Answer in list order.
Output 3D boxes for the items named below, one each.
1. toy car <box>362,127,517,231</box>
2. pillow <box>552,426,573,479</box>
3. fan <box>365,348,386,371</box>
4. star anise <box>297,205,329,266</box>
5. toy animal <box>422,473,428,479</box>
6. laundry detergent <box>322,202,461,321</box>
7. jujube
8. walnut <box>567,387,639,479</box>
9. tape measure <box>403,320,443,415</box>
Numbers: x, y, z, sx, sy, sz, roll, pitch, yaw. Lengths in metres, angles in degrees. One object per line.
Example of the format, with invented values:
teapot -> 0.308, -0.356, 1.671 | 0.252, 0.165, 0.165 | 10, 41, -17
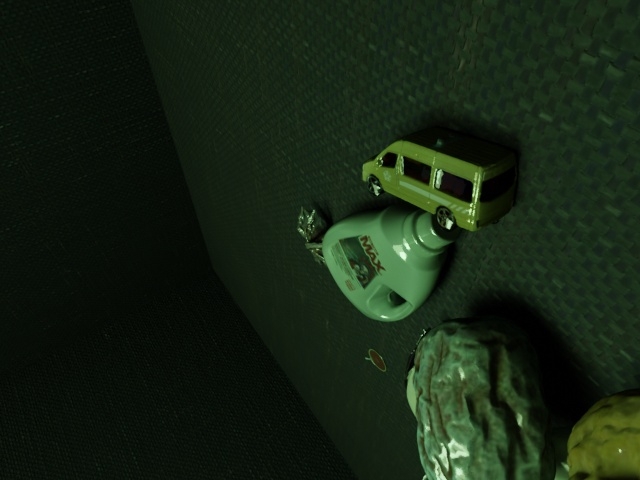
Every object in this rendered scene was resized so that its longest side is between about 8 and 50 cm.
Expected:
toy car -> 0.174, -0.113, 0.692 | 0.256, 0.101, 0.124 | 35, 141, 45
pillow -> 0.461, 0.413, 0.710 | 0.144, 0.078, 0.254 | -15, 104, 29
fan -> 0.173, 0.384, 1.410 | 0.085, 0.005, 0.133 | 61, 157, -1
star anise -> 0.000, 0.000, 1.200 | 0.209, 0.089, 0.231 | 52, 174, 9
toy animal -> 0.339, 0.510, 0.832 | 0.154, 0.325, 0.208 | -114, 6, -61
laundry detergent -> 0.152, 0.036, 0.894 | 0.264, 0.124, 0.398 | 62, 156, 4
jujube -> 0.262, 0.282, 0.727 | 0.226, 0.226, 0.317 | 133, 139, -67
walnut -> 0.414, 0.277, 0.487 | 0.257, 0.257, 0.225 | 108, 161, -61
tape measure -> 0.286, 0.336, 0.955 | 0.271, 0.133, 0.231 | 52, 149, 21
